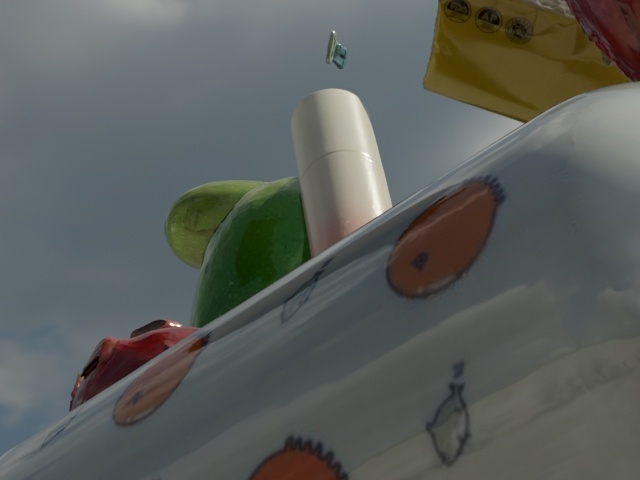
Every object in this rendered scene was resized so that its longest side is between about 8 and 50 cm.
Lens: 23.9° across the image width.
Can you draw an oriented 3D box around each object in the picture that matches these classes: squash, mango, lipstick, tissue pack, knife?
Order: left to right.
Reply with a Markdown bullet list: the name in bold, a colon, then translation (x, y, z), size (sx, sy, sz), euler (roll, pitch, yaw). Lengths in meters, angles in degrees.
- **mango**: translation (-0.027, 0.098, 1.588), size (0.225, 0.382, 0.201), euler (4, -36, 4)
- **squash**: translation (0.000, -0.007, 1.794), size (0.371, 0.118, 0.118), euler (4, -25, 0)
- **knife**: translation (0.015, -0.157, 1.263), size (0.010, 0.027, 0.096), euler (12, 2, 7)
- **lipstick**: translation (0.027, -0.029, 1.474), size (0.087, 0.327, 0.087), euler (-4, -53, -5)
- **tissue pack**: translation (0.269, -0.225, 1.752), size (0.271, 0.134, 0.192), euler (20, -39, 10)

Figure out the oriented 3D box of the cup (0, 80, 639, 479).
- **cup**: translation (0.048, 0.095, 0.511), size (0.317, 0.212, 0.212), euler (-34, -29, 30)

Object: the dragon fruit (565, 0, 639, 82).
- **dragon fruit**: translation (0.288, -0.233, 1.011), size (0.296, 0.301, 0.295), euler (-20, -12, -4)

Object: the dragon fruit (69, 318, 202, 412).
- **dragon fruit**: translation (-0.085, 0.111, 0.937), size (0.166, 0.136, 0.133), euler (-1, -41, 15)
